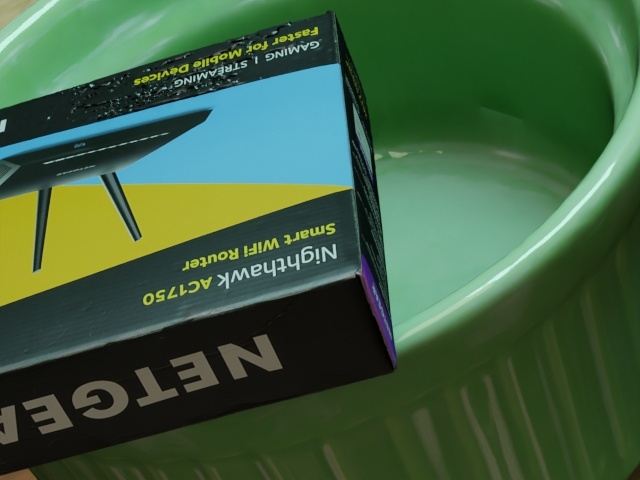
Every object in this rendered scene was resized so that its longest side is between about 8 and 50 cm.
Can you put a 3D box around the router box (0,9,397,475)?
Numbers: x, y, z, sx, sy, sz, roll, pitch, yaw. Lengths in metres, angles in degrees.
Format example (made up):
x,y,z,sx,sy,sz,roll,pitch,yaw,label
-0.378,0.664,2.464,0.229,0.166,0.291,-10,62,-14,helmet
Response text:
x,y,z,sx,sy,sz,roll,pitch,yaw,label
-0.070,0.004,0.567,0.179,0.046,0.133,-16,40,9,router box

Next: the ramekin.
x,y,z,sx,sy,sz,roll,pitch,yaw,label
0.000,0.000,0.694,0.303,0.148,0.303,-14,40,12,ramekin
